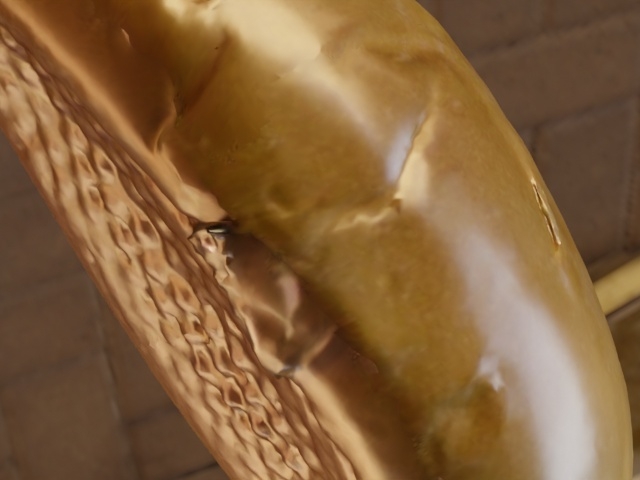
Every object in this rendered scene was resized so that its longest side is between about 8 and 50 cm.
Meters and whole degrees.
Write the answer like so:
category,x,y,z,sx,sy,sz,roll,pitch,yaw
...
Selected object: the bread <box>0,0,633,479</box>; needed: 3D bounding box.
category,x,y,z,sx,sy,sz,roll,pitch,yaw
bread,0.000,0.000,0.380,0.077,0.114,0.189,-32,95,-18
